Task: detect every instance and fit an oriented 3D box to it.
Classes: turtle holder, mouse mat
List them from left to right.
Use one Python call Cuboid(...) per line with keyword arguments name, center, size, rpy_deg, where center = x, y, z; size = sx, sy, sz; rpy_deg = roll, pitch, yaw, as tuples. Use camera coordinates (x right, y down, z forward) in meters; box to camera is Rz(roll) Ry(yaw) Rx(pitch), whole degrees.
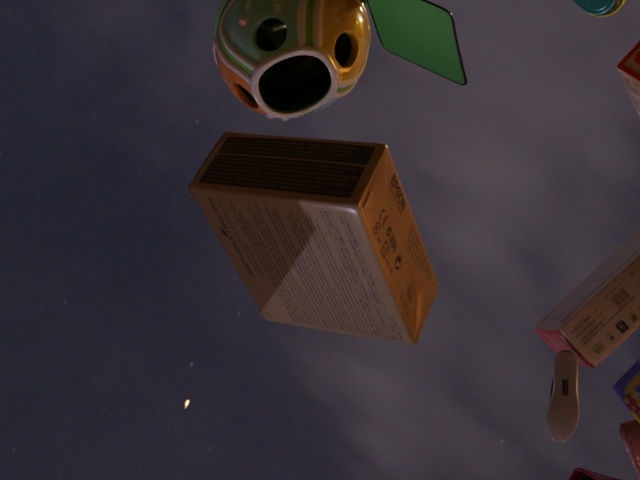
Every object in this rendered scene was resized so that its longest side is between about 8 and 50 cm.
Cuboid(name="turtle holder", center=(-0.013, -0.315, 1.595), size=(0.320, 0.243, 0.227), rpy_deg=(-3, -139, -2))
Cuboid(name="mouse mat", center=(0.131, -0.292, 1.381), size=(0.153, 0.189, 0.007), rpy_deg=(30, -103, 24))

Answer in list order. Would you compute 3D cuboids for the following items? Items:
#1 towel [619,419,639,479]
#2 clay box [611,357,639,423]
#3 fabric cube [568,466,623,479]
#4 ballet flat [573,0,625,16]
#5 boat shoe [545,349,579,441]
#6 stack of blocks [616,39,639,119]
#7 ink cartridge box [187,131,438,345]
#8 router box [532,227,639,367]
Cuboid(name="towel", center=(0.598, 0.297, 1.330), size=(0.237, 0.329, 0.037), rpy_deg=(64, -162, -18))
Cuboid(name="clay box", center=(0.470, 0.237, 1.225), size=(0.053, 0.127, 0.222), rpy_deg=(-25, -115, -21))
Cuboid(name="fabric cube", center=(0.389, 0.424, 1.036), size=(0.258, 0.254, 0.259), rpy_deg=(19, -85, -22))
Cuboid(name="ballet flat", center=(0.228, -0.315, 0.908), size=(0.077, 0.077, 0.231), rpy_deg=(-27, -94, -40))
Cuboid(name="boat shoe", center=(0.379, 0.240, 1.534), size=(0.049, 0.040, 0.142), rpy_deg=(6, -89, 17))
Cuboid(name="stack of blocks", center=(0.423, -0.146, 1.011), size=(0.171, 0.297, 0.087), rpy_deg=(-48, -126, 2))
Cuboid(name="ink cartridge box", center=(0.000, 0.000, 1.033), size=(0.193, 0.234, 0.088), rpy_deg=(9, -125, 28))
Cuboid(name="router box", center=(0.525, 0.066, 1.668), size=(0.335, 0.301, 0.082), rpy_deg=(-43, -96, 1))
